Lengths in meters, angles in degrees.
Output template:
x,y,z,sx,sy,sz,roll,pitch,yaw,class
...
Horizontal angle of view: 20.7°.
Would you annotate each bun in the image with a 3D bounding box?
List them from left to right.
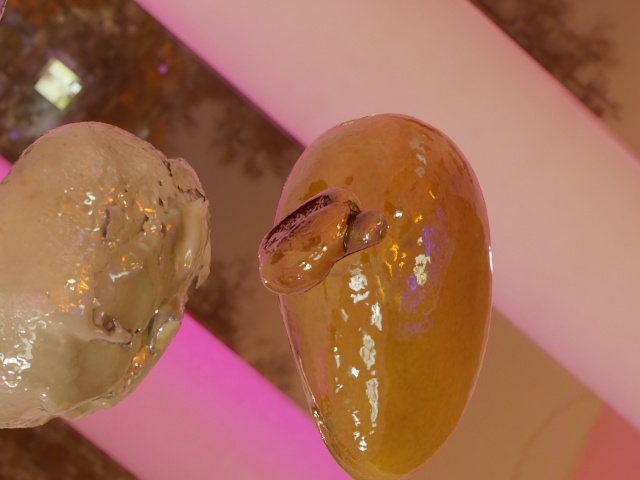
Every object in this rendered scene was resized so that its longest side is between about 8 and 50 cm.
x,y,z,sx,sy,sz,roll,pitch,yaw,class
-0.162,0.034,1.207,0.239,0.141,0.239,-55,170,-15,bun

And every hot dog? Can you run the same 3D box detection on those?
x,y,z,sx,sy,sz,roll,pitch,yaw,class
0.000,-0.001,1.524,0.140,0.060,0.090,-40,-163,33,hot dog

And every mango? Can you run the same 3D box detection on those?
x,y,z,sx,sy,sz,roll,pitch,yaw,class
0.079,0.071,2.078,0.232,0.446,0.300,4,-167,33,mango

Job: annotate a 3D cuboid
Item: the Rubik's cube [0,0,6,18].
x,y,z,sx,sy,sz,roll,pitch,yaw,class
-0.459,-0.306,1.941,0.180,0.183,0.167,-17,-159,2,Rubik's cube
